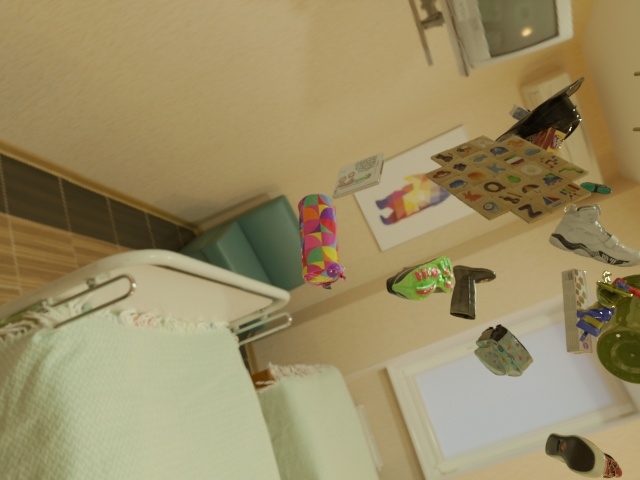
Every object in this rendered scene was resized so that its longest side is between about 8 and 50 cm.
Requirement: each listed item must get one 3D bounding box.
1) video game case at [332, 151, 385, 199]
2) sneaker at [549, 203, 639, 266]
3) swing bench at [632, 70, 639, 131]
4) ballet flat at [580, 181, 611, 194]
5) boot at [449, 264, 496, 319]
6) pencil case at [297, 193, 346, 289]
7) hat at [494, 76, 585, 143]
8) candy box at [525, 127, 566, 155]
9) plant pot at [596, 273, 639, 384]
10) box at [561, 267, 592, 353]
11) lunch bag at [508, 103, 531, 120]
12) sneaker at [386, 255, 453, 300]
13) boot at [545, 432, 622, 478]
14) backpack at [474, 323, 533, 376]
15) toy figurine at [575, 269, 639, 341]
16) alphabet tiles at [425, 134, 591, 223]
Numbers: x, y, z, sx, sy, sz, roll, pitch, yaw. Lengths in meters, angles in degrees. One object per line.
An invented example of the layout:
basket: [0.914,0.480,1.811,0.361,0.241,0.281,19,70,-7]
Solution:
video game case: [0.115,-0.195,1.480,0.019,0.157,0.143,51,37,-32]
sneaker: [1.177,-0.029,2.066,0.137,0.366,0.210,-27,131,-56]
swing bench: [1.435,-0.572,1.988,0.255,0.165,0.253,-146,-136,-64]
ballet flat: [1.049,-0.202,1.882,0.041,0.115,0.041,14,90,-83]
boot: [0.596,0.207,1.917,0.076,0.190,0.208,93,3,-55]
pencil case: [0.000,0.000,1.199,0.104,0.105,0.236,50,28,-54]
hat: [0.744,-0.372,1.606,0.133,0.331,0.331,55,10,7]
candy box: [0.662,-0.271,1.503,0.053,0.109,0.187,24,3,1]
plant pot: [1.243,0.366,1.914,0.353,0.367,0.366,-28,95,-43]
box: [0.979,0.269,1.884,0.067,0.063,0.323,140,-40,-61]
lunch bag: [0.743,-0.460,1.804,0.083,0.053,0.071,29,26,-4]
sneaker: [0.462,0.167,2.242,0.483,0.203,0.185,0,88,-52]
boot: [0.710,0.566,1.252,0.244,0.177,0.088,82,30,-78]
backpack: [0.691,0.430,1.857,0.188,0.144,0.166,41,-20,4]
toy figurine: [0.851,0.234,1.450,0.191,0.217,0.363,40,21,26]
alphabet tiles: [0.433,-0.156,1.164,0.342,0.285,0.011,49,-22,47]
